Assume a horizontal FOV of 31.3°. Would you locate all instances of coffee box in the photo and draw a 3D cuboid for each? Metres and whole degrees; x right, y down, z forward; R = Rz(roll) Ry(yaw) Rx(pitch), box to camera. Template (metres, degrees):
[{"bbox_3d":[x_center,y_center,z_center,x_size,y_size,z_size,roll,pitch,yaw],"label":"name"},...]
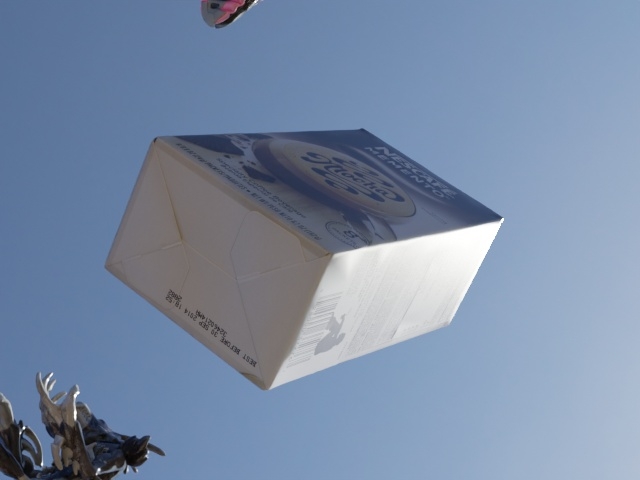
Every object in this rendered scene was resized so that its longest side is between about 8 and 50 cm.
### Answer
[{"bbox_3d":[0.000,0.000,0.912,0.297,0.168,0.119,-11,-50,-59],"label":"coffee box"}]

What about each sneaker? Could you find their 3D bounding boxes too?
[{"bbox_3d":[-0.048,-0.213,0.940,0.119,0.047,0.057,-50,-32,-10],"label":"sneaker"}]

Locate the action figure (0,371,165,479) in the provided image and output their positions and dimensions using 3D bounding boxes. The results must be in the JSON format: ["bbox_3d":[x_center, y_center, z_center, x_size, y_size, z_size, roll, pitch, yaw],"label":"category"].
[{"bbox_3d":[-0.273,0.197,1.082,0.275,0.164,0.141,-8,-104,-54],"label":"action figure"}]
